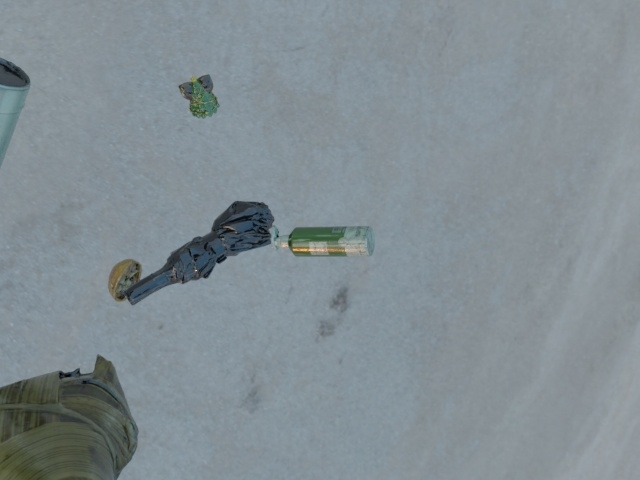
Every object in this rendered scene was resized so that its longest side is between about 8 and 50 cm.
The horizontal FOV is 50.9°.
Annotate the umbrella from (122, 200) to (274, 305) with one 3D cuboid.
[{"bbox_3d":[-0.241,0.026,1.357,0.340,0.118,0.118,-32,125,-19],"label":"umbrella"}]

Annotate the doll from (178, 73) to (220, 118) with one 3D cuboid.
[{"bbox_3d":[-0.278,-0.332,1.571,0.078,0.113,0.077,-22,79,-5],"label":"doll"}]

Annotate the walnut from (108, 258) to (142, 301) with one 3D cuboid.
[{"bbox_3d":[-0.473,0.087,1.598,0.091,0.052,0.121,-37,153,-57],"label":"walnut"}]

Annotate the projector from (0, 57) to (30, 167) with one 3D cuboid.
[{"bbox_3d":[-0.507,-0.092,0.934,0.108,0.108,0.338,9,118,-44],"label":"projector"}]

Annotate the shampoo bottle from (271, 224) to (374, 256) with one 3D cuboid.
[{"bbox_3d":[0.000,0.000,1.319,0.065,0.204,0.065,0,90,-71],"label":"shampoo bottle"}]

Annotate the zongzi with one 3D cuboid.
[{"bbox_3d":[-0.315,0.238,0.610,0.285,0.288,0.134,-19,107,-9],"label":"zongzi"}]
